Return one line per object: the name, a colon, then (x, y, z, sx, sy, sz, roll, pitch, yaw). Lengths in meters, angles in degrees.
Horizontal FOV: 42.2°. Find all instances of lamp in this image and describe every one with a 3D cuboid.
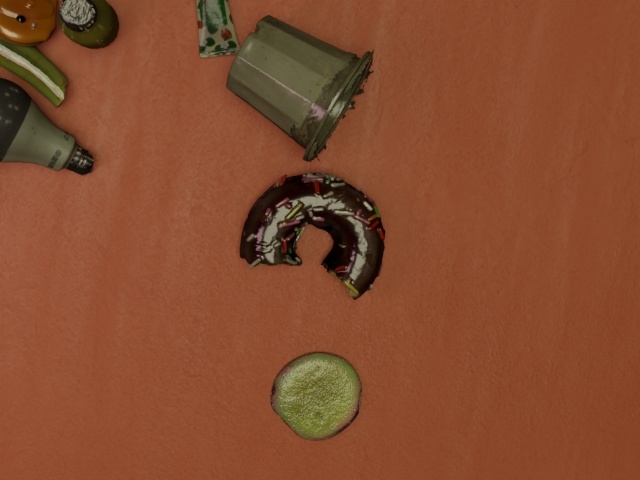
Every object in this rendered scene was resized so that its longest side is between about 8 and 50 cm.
lamp: (-0.637, -0.241, 1.788, 0.314, 0.182, 0.182, 15, 96, -15)

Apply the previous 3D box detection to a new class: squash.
squash: (-0.657, -0.393, 1.813, 0.250, 0.083, 0.083, 36, 93, -14)

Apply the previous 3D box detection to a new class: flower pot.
flower pot: (-0.052, -0.346, 1.823, 0.259, 0.290, 0.290, 30, 94, 2)

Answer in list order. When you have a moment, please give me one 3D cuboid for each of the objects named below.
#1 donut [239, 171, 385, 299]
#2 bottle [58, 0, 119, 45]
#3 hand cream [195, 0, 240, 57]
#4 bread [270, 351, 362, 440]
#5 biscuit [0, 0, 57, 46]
donut: (0.003, -0.023, 1.924, 0.345, 0.136, 0.259, 19, 98, -11)
bottle: (-0.487, -0.462, 1.728, 0.112, 0.260, 0.112, -1, 99, -7)
hand cream: (-0.245, -0.553, 1.854, 0.095, 0.059, 0.276, -9, 104, -4)
bread: (-0.006, 0.385, 2.032, 0.228, 0.033, 0.228, -1, 100, -8)
biscuit: (-0.645, -0.501, 1.772, 0.170, 0.050, 0.170, 7, 74, -25)
